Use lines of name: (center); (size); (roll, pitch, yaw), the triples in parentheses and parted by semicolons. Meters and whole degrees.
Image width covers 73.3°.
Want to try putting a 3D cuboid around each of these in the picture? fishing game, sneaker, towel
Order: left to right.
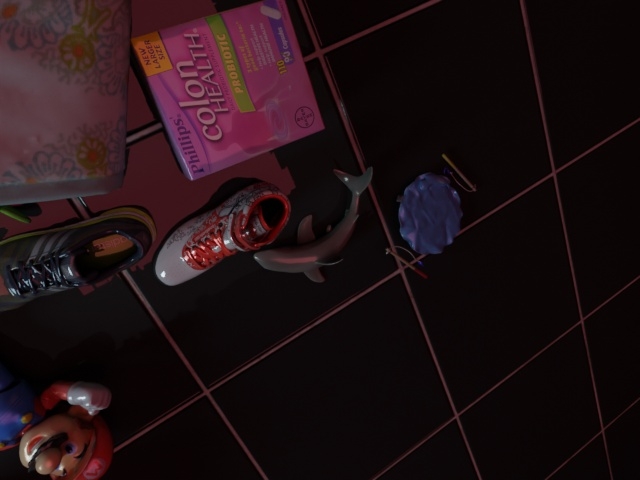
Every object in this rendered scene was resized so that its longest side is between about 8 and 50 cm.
towel: (-0.387, -0.191, 0.461); (0.375, 0.090, 0.320); (-17, 131, -51)
sneaker: (-0.404, 0.033, 0.664); (0.300, 0.121, 0.111); (-26, 112, -15)
sneaker: (-0.171, -0.006, 0.743); (0.270, 0.145, 0.090); (-39, 115, -10)
fishing game: (0.243, -0.059, 0.971); (0.189, 0.041, 0.263); (33, 81, -27)

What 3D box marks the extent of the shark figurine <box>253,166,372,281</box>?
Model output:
shark figurine: (0.027, -0.005, 0.851); (0.278, 0.116, 0.166); (-45, 117, -5)

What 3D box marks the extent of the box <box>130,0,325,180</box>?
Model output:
box: (-0.148, -0.245, 0.707); (0.243, 0.117, 0.213); (-25, 112, -16)

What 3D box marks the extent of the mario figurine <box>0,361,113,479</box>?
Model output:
mario figurine: (-0.471, 0.287, 0.671); (0.198, 0.170, 0.320); (-37, 111, 27)

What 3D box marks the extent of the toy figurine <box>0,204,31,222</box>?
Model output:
toy figurine: (-0.456, -0.132, 0.617); (0.159, 0.130, 0.173); (-60, 139, -10)
